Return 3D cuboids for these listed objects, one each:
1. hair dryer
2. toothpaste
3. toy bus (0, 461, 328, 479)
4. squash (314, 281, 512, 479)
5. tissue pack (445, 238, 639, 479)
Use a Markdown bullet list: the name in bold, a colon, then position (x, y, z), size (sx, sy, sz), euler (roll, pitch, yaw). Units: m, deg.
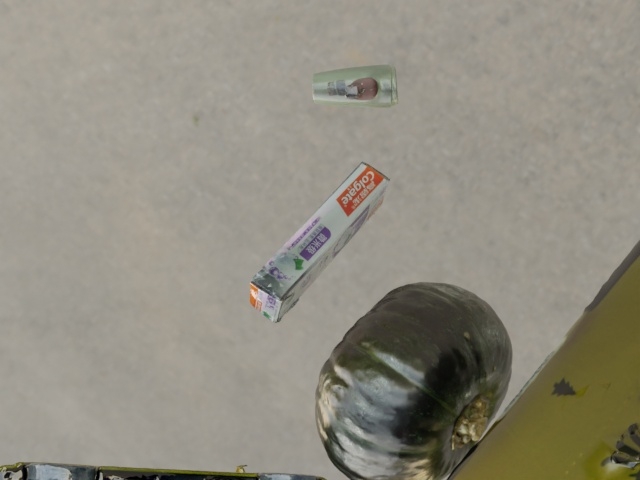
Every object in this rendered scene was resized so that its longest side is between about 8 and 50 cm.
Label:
- **hair dryer**: position (0.041, -0.184, 1.555), size (0.106, 0.054, 0.154), euler (-2, -174, 2)
- **toothpaste**: position (0.000, 0.000, 1.312), size (0.040, 0.196, 0.047), euler (34, 148, 13)
- **toy bus**: position (-0.154, 0.279, 1.215), size (0.331, 0.145, 0.151), euler (8, 169, -24)
- **squash**: position (0.080, 0.126, 1.125), size (0.156, 0.193, 0.193), euler (54, 158, 26)
- **tissue pack**: position (0.258, 0.191, 0.846), size (0.253, 0.416, 0.264), euler (48, 168, -29)
